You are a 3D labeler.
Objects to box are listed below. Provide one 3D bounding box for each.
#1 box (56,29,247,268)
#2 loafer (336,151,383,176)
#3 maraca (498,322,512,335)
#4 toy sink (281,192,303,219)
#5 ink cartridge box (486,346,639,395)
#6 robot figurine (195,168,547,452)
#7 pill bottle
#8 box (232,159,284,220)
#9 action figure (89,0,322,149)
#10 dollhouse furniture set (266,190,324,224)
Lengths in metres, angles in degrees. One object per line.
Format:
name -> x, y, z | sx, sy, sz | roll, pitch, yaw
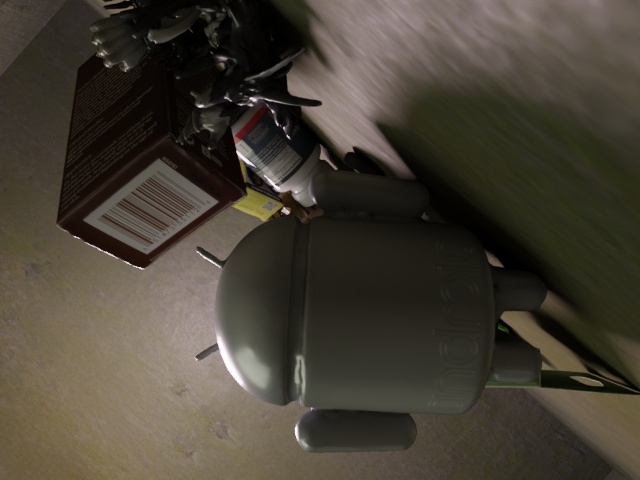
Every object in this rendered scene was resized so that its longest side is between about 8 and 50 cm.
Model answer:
box -> -0.245, -0.167, 0.702 | 0.143, 0.191, 0.381 | 40, -156, -47
loafer -> 0.057, -0.053, 0.713 | 0.080, 0.078, 0.220 | 42, 180, 27
maraca -> 0.353, 0.214, 1.019 | 0.127, 0.099, 0.185 | 26, 143, 50
toy sink -> -0.036, -0.105, 1.183 | 0.153, 0.131, 0.234 | 42, 175, 0
ink cartridge box -> 0.273, 0.165, 0.668 | 0.235, 0.056, 0.171 | -1, 174, 7
robot figurine -> 0.043, 0.075, 0.520 | 0.354, 0.299, 0.200 | 2, 177, 0
pill bottle -> -0.063, -0.141, 0.780 | 0.180, 0.108, 0.108 | 41, 180, -23
box -> -0.127, -0.152, 0.864 | 0.087, 0.058, 0.232 | 24, -138, -42
action figure -> -0.116, -0.168, 0.466 | 0.276, 0.141, 0.164 | 44, 170, 43
dollhouse furniture set -> 0.000, 0.000, 0.894 | 0.183, 0.129, 0.129 | 58, 176, -34
